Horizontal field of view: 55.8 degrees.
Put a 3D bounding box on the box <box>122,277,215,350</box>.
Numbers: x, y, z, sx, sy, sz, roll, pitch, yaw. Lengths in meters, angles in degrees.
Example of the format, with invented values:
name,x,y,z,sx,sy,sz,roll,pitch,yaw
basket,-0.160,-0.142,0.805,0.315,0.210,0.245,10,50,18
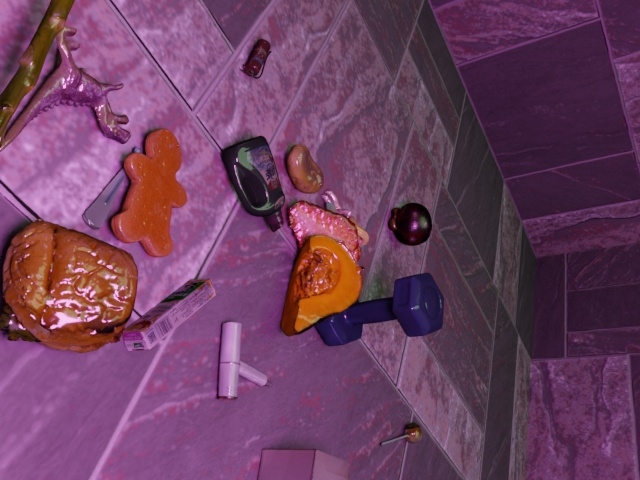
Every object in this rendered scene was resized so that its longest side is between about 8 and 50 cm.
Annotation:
name,x,y,z,sx,sy,sz,roll,pitch,yaw
box,-0.273,0.132,1.110,0.207,0.050,0.041,-44,121,-54

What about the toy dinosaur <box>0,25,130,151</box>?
name,x,y,z,sx,sy,sz,roll,pitch,yaw
toy dinosaur,-0.416,-0.240,0.984,0.251,0.072,0.200,-17,103,-67

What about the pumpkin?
name,x,y,z,sx,sy,sz,roll,pitch,yaw
pumpkin,0.006,0.135,1.441,0.163,0.111,0.278,23,55,-18

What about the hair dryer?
name,x,y,z,sx,sy,sz,roll,pitch,yaw
hair dryer,-0.151,0.264,1.283,0.183,0.044,0.155,31,56,-57

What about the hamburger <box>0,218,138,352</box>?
name,x,y,z,sx,sy,sz,roll,pitch,yaw
hamburger,-0.367,0.070,0.908,0.206,0.130,0.183,26,56,-50

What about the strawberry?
name,x,y,z,sx,sy,sz,roll,pitch,yaw
strawberry,0.006,-0.003,1.563,0.175,0.107,0.236,-22,98,-19

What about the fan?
name,x,y,z,sx,sy,sz,roll,pitch,yaw
fan,-0.364,-0.099,1.069,0.038,0.016,0.193,49,42,-36

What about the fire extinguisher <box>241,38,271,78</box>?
name,x,y,z,sx,sy,sz,roll,pitch,yaw
fire extinguisher,-0.158,-0.442,1.488,0.056,0.039,0.132,42,46,-32

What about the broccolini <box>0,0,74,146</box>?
name,x,y,z,sx,sy,sz,roll,pitch,yaw
broccolini,-0.459,-0.220,0.867,0.074,0.079,0.392,29,60,-32

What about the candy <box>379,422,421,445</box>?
name,x,y,z,sx,sy,sz,roll,pitch,yaw
candy,0.237,0.585,1.796,0.202,0.061,0.061,6,75,-49

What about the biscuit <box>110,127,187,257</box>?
name,x,y,z,sx,sy,sz,roll,pitch,yaw
biscuit,-0.313,-0.096,1.127,0.165,0.036,0.250,43,47,-56

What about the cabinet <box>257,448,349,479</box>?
name,x,y,z,sx,sy,sz,roll,pitch,yaw
cabinet,-0.041,0.555,1.258,0.150,0.145,0.206,40,48,-45

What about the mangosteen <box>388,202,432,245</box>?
name,x,y,z,sx,sy,sz,roll,pitch,yaw
mangosteen,0.296,-0.054,2.013,0.152,0.152,0.152,25,60,-53

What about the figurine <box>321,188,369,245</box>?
name,x,y,z,sx,sy,sz,roll,pitch,yaw
figurine,0.066,-0.060,1.699,0.187,0.083,0.083,59,35,-12

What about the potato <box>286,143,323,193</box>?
name,x,y,z,sx,sy,sz,roll,pitch,yaw
potato,-0.045,-0.182,1.554,0.138,0.070,0.091,59,42,-26

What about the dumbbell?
name,x,y,z,sx,sy,sz,roll,pitch,yaw
dumbbell,0.140,0.174,1.495,0.160,0.325,0.144,-10,85,-53

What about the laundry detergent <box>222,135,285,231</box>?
name,x,y,z,sx,sy,sz,roll,pitch,yaw
laundry detergent,-0.141,-0.119,1.378,0.144,0.078,0.222,-37,114,-54
